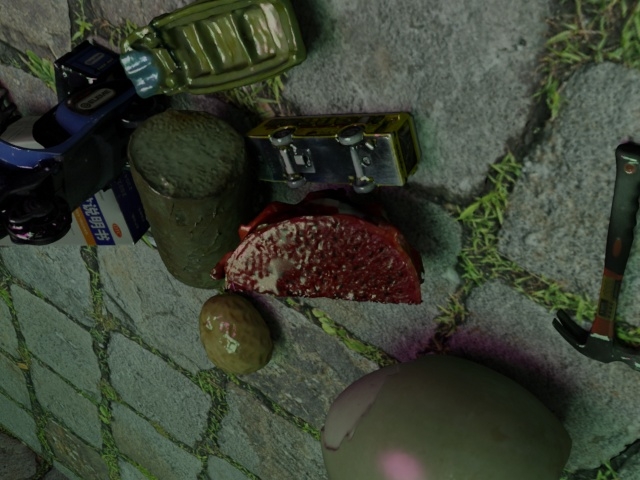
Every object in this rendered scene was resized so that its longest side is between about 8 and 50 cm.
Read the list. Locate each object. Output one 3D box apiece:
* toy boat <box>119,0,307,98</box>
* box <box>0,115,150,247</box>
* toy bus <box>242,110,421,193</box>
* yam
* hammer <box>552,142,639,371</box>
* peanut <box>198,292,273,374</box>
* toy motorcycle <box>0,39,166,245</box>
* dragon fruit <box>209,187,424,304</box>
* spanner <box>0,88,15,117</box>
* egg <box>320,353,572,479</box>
[{"bbox_3d":[-0.126,-0.242,0.816,0.276,0.084,0.111,-3,120,36],"label":"toy boat"},{"bbox_3d":[-0.448,-0.100,1.111,0.299,0.106,0.200,-1,126,16],"label":"box"},{"bbox_3d":[0.010,-0.109,0.823,0.226,0.074,0.081,4,125,37],"label":"toy bus"},{"bbox_3d":[-0.169,-0.052,0.921,0.161,0.161,0.268,31,156,13],"label":"yam"},{"bbox_3d":[0.322,0.027,0.724,0.111,0.033,0.288,15,132,27],"label":"hammer"},{"bbox_3d":[-0.152,0.165,1.159,0.140,0.109,0.159,-18,115,36],"label":"peanut"},{"bbox_3d":[-0.349,-0.129,0.882,0.212,0.359,0.125,23,135,9],"label":"toy motorcycle"},{"bbox_3d":[0.001,-0.012,0.852,0.273,0.161,0.126,4,114,2],"label":"dragon fruit"},{"bbox_3d":[-0.592,-0.218,1.190,0.040,0.096,0.325,3,126,38],"label":"spanner"},{"bbox_3d":[0.155,0.294,0.900,0.335,0.278,0.279,18,134,26],"label":"egg"}]
